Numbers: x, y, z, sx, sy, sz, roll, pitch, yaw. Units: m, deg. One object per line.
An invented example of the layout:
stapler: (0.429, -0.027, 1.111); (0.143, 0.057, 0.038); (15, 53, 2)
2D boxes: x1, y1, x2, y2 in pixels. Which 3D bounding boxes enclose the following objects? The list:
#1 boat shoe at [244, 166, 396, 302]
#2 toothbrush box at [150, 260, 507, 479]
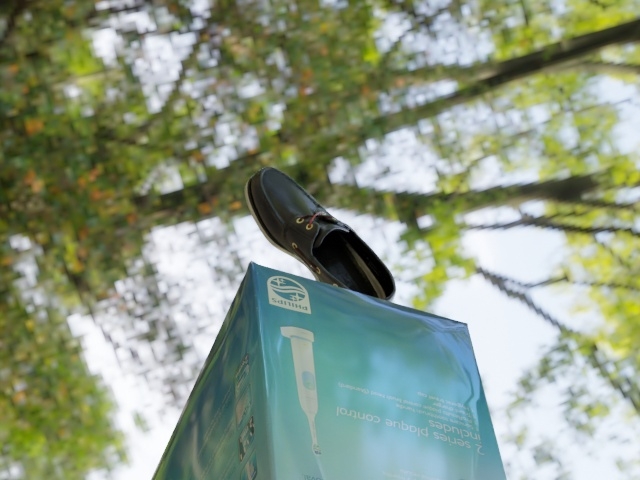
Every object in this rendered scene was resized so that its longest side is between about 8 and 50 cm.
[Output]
boat shoe: (0.001, -0.001, 1.066); (0.133, 0.049, 0.042); (51, -36, 16)
toothbrush box: (-0.006, 0.189, 0.744); (0.295, 0.126, 0.216); (-98, -151, -56)
